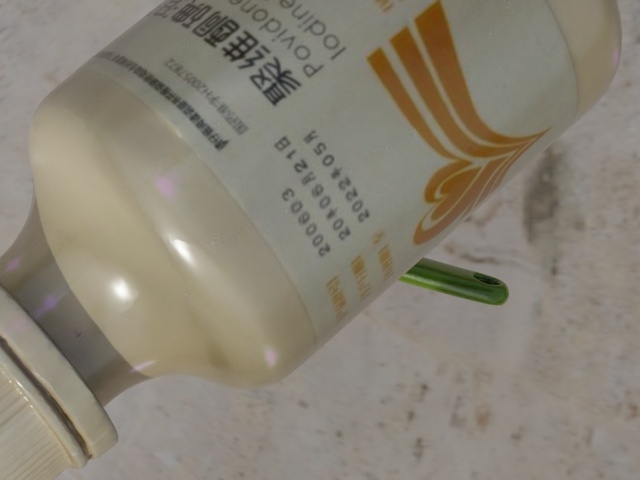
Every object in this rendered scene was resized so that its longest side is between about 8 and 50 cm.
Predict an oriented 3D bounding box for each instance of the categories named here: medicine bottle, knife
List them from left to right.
[{"bbox_3d":[-0.029,-0.017,0.511,0.252,0.114,0.114,-41,103,-15],"label":"medicine bottle"},{"bbox_3d":[0.000,0.000,0.783,0.184,0.022,0.026,16,117,1],"label":"knife"}]
